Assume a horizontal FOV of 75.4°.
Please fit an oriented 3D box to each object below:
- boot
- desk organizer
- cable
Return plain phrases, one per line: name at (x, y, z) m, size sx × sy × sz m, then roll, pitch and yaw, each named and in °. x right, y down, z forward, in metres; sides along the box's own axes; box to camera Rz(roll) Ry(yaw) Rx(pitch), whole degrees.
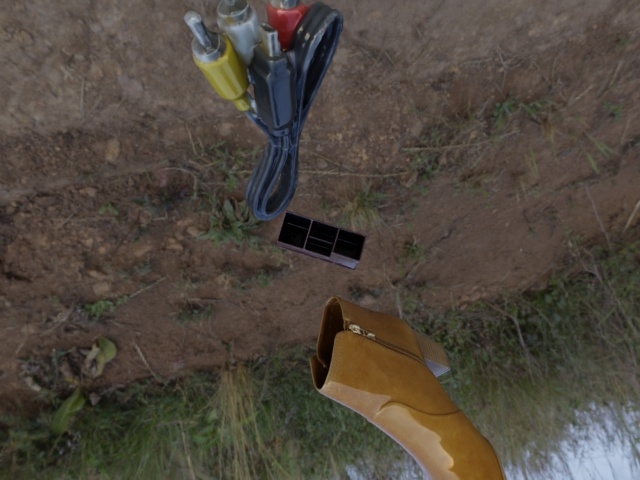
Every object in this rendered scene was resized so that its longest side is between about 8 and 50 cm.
boot at (0.088, 0.209, 0.489) m, size 0.211 × 0.295 × 0.104 m, roll 24°, pitch 124°, yaw -24°
desk organizer at (0.000, 0.000, 0.623) m, size 0.130 × 0.047 × 0.050 m, roll 17°, pitch 162°, yaw -1°
cable at (-0.048, -0.135, 0.434) m, size 0.139 × 0.072 × 0.287 m, roll -42°, pitch 164°, yaw -20°
